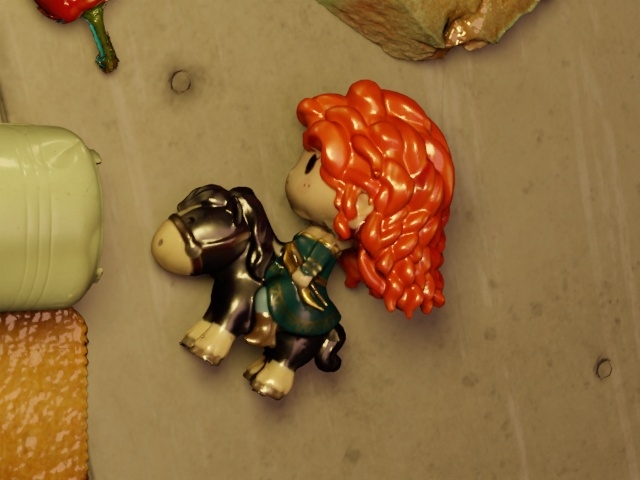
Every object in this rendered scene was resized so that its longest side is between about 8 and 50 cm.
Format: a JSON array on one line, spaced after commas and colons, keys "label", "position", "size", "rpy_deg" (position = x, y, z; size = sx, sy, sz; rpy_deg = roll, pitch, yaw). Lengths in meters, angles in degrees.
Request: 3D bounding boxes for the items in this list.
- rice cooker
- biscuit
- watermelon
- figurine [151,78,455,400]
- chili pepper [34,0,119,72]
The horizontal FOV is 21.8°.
[{"label": "rice cooker", "position": [-0.372, -0.026, 1.841], "size": [0.244, 0.226, 0.226], "rpy_deg": [-5, 99, -28]}, {"label": "biscuit", "position": [-0.386, 0.200, 1.974], "size": [0.232, 0.013, 0.236], "rpy_deg": [-4, 98, -27]}, {"label": "watermelon", "position": [0.129, -0.365, 2.103], "size": [0.264, 0.151, 0.302], "rpy_deg": [-49, 133, -16]}, {"label": "figurine", "position": [-0.012, 0.001, 2.045], "size": [0.412, 0.241, 0.306], "rpy_deg": [-31, 87, -2]}, {"label": "chili pepper", "position": [-0.317, -0.361, 1.876], "size": [0.110, 0.110, 0.387], "rpy_deg": [-35, 109, -19]}]
